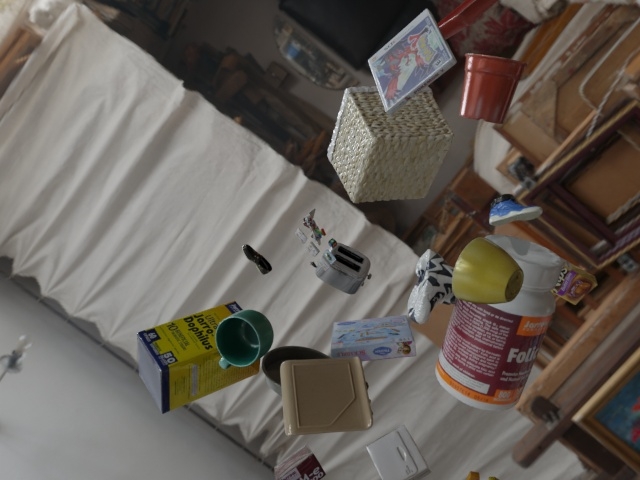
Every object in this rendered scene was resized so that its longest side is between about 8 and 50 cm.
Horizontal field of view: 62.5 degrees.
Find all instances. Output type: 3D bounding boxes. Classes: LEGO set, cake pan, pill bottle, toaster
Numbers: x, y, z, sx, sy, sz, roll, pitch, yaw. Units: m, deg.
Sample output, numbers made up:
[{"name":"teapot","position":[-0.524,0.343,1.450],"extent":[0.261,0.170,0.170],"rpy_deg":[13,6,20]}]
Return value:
[{"name":"LEGO set","position":[0.000,0.000,1.836],"extent":[0.182,0.060,0.244],"rpy_deg":[50,162,5]},{"name":"cake pan","position":[-0.068,0.471,1.860],"extent":[0.293,0.054,0.293],"rpy_deg":[11,-161,-4]},{"name":"pill bottle","position":[0.442,0.200,1.310],"extent":[0.224,0.392,0.224],"rpy_deg":[10,-159,-4]},{"name":"toaster","position":[0.084,0.100,2.027],"extent":[0.227,0.129,0.146],"rpy_deg":[30,146,-3]}]

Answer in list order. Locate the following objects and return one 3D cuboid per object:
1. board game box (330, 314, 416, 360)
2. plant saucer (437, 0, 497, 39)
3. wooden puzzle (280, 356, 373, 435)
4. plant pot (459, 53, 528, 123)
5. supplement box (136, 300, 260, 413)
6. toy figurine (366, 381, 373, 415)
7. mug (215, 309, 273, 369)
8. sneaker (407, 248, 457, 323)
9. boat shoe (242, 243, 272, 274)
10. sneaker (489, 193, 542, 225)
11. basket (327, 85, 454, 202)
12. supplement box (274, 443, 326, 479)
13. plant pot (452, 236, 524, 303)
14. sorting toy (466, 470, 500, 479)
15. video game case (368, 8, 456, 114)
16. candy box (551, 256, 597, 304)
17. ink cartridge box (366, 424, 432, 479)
[{"name":"board game box","position":[0.205,0.389,2.107],"extent":[0.318,0.066,0.318],"rpy_deg":[-6,-171,5]},{"name":"plant saucer","position":[0.430,-0.663,1.519],"extent":[0.048,0.258,0.259],"rpy_deg":[51,171,-12]},{"name":"wooden puzzle","position":[0.012,0.435,1.479],"extent":[0.238,0.044,0.221],"rpy_deg":[-3,-133,-7]},{"name":"plant pot","position":[0.738,-0.661,2.321],"extent":[0.272,0.265,0.272],"rpy_deg":[10,-163,-3]},{"name":"supplement box","position":[-0.394,0.373,1.740],"extent":[0.356,0.195,0.194],"rpy_deg":[-16,-141,-36]},{"name":"toy figurine","position":[0.095,0.637,2.113],"extent":[0.148,0.213,0.210],"rpy_deg":[55,-160,-44]},{"name":"mug","position":[-0.194,0.243,1.330],"extent":[0.097,0.157,0.129],"rpy_deg":[-21,-88,-64]},{"name":"sneaker","position":[0.322,0.143,1.386],"extent":[0.153,0.094,0.235],"rpy_deg":[28,-141,-7]},{"name":"boat shoe","position":[-0.221,0.062,1.846],"extent":[0.133,0.042,0.049],"rpy_deg":[51,-141,-15]},{"name":"sneaker","position":[0.536,-0.096,1.457],"extent":[0.058,0.085,0.152],"rpy_deg":[19,158,-33]},{"name":"basket","position":[0.235,-0.328,1.843],"extent":[0.328,0.331,0.266],"rpy_deg":[-6,-126,-18]},{"name":"supplement box","position":[-0.065,0.683,1.564],"extent":[0.073,0.130,0.239],"rpy_deg":[55,168,10]},{"name":"plant pot","position":[0.336,0.071,1.030],"extent":[0.095,0.134,0.134],"rpy_deg":[24,177,43]},{"name":"sorting toy","position":[0.539,0.865,1.767],"extent":[0.229,0.307,0.041],"rpy_deg":[9,-142,5]},{"name":"video game case","position":[0.202,-0.411,1.209],"extent":[0.023,0.183,0.201],"rpy_deg":[27,-141,-40]},{"name":"candy box","position":[0.809,0.126,1.767],"extent":[0.186,0.109,0.053],"rpy_deg":[29,-145,-2]},{"name":"ink cartridge box","position":[0.298,0.826,1.986],"extent":[0.171,0.168,0.233],"rpy_deg":[59,178,32]}]
